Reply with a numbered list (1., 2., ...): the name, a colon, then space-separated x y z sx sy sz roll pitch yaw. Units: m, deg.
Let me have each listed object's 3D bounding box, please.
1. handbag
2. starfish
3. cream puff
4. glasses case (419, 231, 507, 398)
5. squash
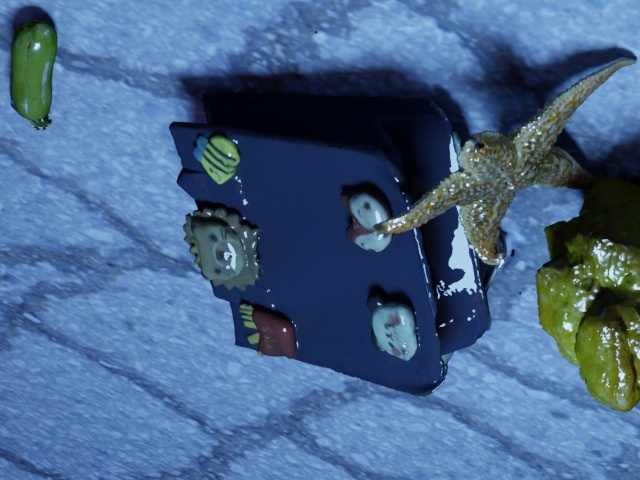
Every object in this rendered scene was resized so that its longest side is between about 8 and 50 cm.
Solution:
1. handbag: 0.000 0.000 1.851 0.329 0.122 0.303 7 125 32
2. starfish: 0.196 -0.070 1.690 0.295 0.048 0.231 -39 147 8
3. cream puff: 0.320 0.043 1.695 0.244 0.244 0.196 -3 123 32
4. glasses case: 0.108 0.080 1.984 0.128 0.083 0.308 23 144 1
5. squash: -0.320 -0.182 1.926 0.052 0.052 0.183 23 148 2
